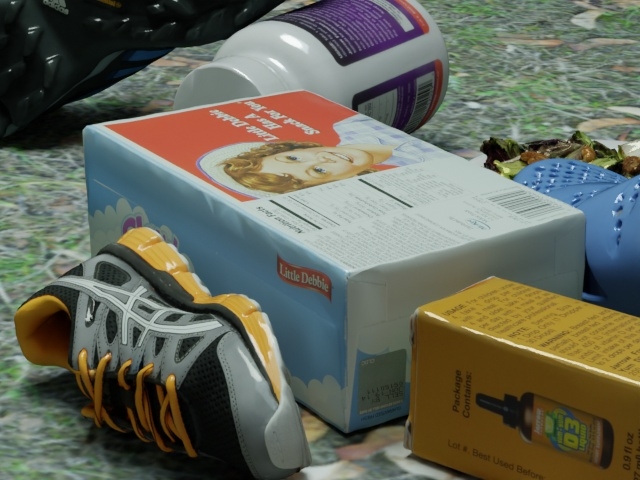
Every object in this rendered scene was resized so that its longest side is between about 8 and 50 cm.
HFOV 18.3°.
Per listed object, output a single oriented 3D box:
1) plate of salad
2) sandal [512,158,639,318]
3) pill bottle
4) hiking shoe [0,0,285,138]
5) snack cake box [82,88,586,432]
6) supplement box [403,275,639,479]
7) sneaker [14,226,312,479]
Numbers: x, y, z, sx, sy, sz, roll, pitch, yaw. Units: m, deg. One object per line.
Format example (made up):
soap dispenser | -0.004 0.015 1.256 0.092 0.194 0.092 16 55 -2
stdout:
plate of salad | 0.184 -0.041 1.245 0.199 0.048 0.200 1 22 -1
sandal | 0.201 0.005 1.010 0.126 0.138 0.317 -12 23 -26
pill bottle | -0.007 -0.097 1.294 0.108 0.108 0.193 15 24 30
hiking shoe | -0.126 -0.173 1.346 0.304 0.113 0.132 -22 9 18
snack cake box | 0.000 0.000 1.071 0.152 0.089 0.264 -14 26 -31
supplement box | 0.152 0.084 0.881 0.233 0.078 0.080 16 25 32
sneaker | -0.073 0.063 0.932 0.083 0.084 0.215 -23 26 -22
